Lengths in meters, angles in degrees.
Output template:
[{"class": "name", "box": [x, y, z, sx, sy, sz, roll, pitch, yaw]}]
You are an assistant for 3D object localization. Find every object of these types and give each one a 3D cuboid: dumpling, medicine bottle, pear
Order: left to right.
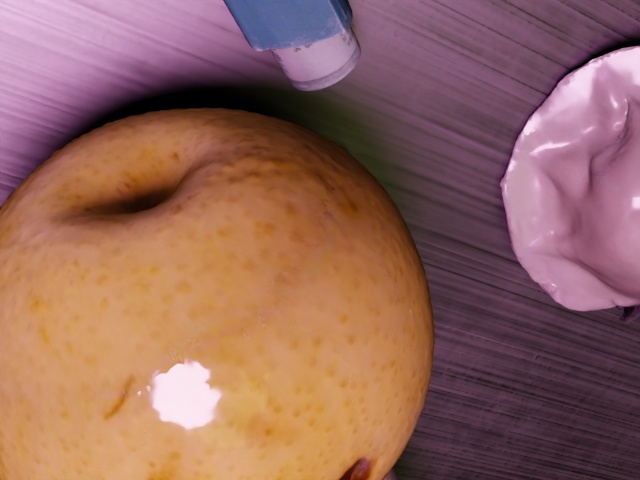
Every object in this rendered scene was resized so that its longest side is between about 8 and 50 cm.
[{"class": "pear", "box": [-0.088, 0.071, 0.696, 0.348, 0.348, 0.348, -9, 126, -13]}, {"class": "medicine bottle", "box": [-0.035, -0.227, 0.666, 0.124, 0.079, 0.258, -28, 128, 1]}, {"class": "dumpling", "box": [0.293, -0.040, 0.862, 0.205, 0.163, 0.293, 22, 126, -35]}]

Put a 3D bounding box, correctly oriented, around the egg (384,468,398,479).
[{"class": "egg", "box": [-0.064, 0.344, 0.893, 0.355, 0.340, 0.354, -10, 126, -14]}]
